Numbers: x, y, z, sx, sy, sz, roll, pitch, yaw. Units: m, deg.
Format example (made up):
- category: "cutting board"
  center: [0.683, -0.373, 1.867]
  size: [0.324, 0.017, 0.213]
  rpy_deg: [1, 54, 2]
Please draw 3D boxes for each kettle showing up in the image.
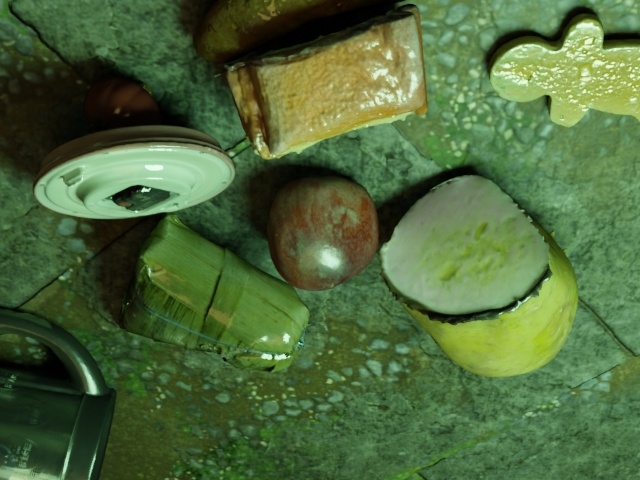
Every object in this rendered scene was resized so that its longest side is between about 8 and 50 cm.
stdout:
- category: "kettle"
  center: [-0.474, 0.253, 1.649]
  size: [0.324, 0.228, 0.321]
  rpy_deg: [13, 104, -5]

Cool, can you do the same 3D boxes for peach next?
- category: "peach"
  center: [0.000, 0.000, 1.448]
  size: [0.152, 0.152, 0.152]
  rpy_deg: [0, 131, 0]

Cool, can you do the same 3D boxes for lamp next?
- category: "lamp"
  center: [-0.237, -0.151, 1.355]
  size: [0.101, 0.090, 0.101]
  rpy_deg: [30, 157, 14]

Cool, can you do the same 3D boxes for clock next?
- category: "clock"
  center: [-0.225, -0.073, 1.370]
  size: [0.244, 0.056, 0.244]
  rpy_deg: [-10, 165, -3]

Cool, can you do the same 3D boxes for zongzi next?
- category: "zongzi"
  center: [-0.153, 0.116, 1.537]
  size: [0.251, 0.125, 0.274]
  rpy_deg: [32, 142, 0]

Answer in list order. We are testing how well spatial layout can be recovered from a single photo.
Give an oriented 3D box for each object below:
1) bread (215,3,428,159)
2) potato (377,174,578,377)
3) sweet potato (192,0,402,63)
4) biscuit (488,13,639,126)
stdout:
- category: "bread"
  center: [0.011, -0.173, 1.273]
  size: [0.244, 0.190, 0.123]
  rpy_deg: [-15, 97, 14]
- category: "potato"
  center: [0.234, 0.073, 1.484]
  size: [0.229, 0.229, 0.266]
  rpy_deg: [-19, 143, 16]
- category: "sweet potato"
  center: [0.001, -0.283, 1.241]
  size: [0.341, 0.092, 0.114]
  rpy_deg: [-17, 154, 15]
- category: "biscuit"
  center: [0.317, -0.201, 1.345]
  size: [0.234, 0.030, 0.153]
  rpy_deg: [1, 130, 0]
